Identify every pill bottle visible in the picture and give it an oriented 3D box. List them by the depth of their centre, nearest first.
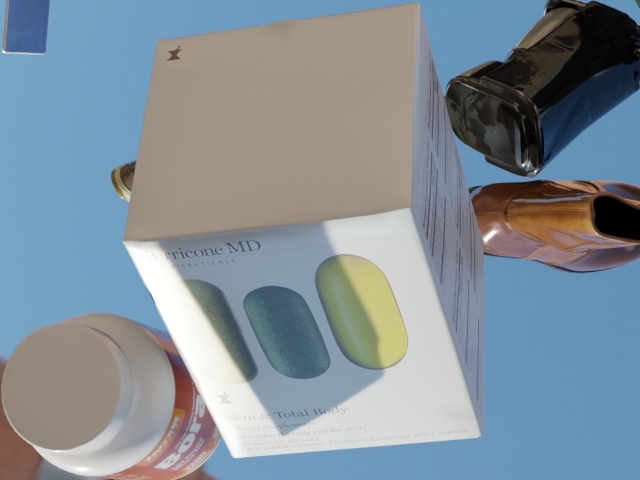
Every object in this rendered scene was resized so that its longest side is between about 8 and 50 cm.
[{"bbox_3d":[-0.155,0.120,1.277,0.121,0.216,0.121,-2,-100,14],"label":"pill bottle"}]

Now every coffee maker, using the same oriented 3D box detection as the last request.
[{"bbox_3d":[0.237,-0.154,1.666,0.178,0.120,0.171,-40,-155,-32],"label":"coffee maker"}]

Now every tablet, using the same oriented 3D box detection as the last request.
[{"bbox_3d":[-0.260,-0.207,1.501,0.006,0.054,0.083,12,-79,34],"label":"tablet"}]

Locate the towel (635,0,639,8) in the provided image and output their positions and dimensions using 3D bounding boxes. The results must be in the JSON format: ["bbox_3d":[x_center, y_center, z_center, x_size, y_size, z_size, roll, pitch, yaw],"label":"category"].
[{"bbox_3d":[0.353,-0.208,1.656,0.038,0.248,0.325,-42,-153,13],"label":"towel"}]

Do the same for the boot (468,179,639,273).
[{"bbox_3d":[0.281,-0.025,1.545,0.280,0.264,0.096,-5,-102,63],"label":"boot"}]

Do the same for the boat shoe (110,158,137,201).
[{"bbox_3d":[-0.153,-0.062,1.799,0.049,0.152,0.056,-26,-105,36],"label":"boat shoe"}]

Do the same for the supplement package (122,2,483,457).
[{"bbox_3d":[0.000,0.000,1.229,0.199,0.263,0.198,-7,-131,13],"label":"supplement package"}]
